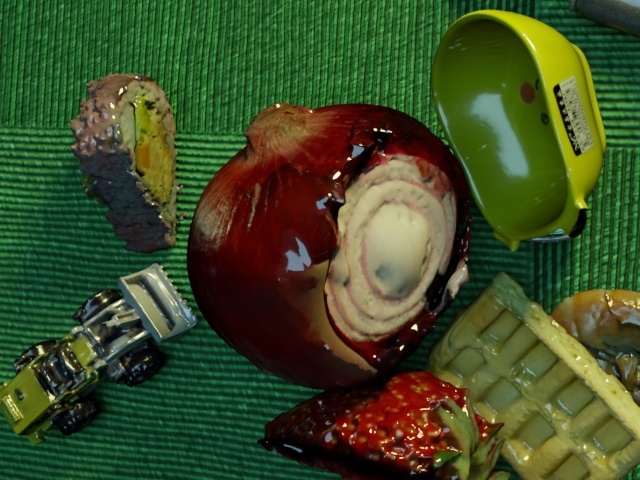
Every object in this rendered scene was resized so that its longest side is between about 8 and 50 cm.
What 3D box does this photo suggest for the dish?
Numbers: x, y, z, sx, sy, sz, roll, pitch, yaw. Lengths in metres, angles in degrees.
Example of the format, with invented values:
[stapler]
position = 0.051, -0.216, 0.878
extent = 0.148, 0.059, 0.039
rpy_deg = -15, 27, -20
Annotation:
[dish]
position = 0.235, -0.131, 1.200
extent = 0.108, 0.221, 0.262
rpy_deg = -19, 88, -22

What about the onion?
[onion]
position = 0.006, 0.003, 1.266
extent = 0.341, 0.341, 0.341
rpy_deg = -1, 88, 17

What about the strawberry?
[strawberry]
position = 0.053, 0.207, 1.274
extent = 0.306, 0.233, 0.138
rpy_deg = 8, 86, 33

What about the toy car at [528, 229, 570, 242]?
[toy car]
position = 0.266, -0.110, 1.307
extent = 0.090, 0.076, 0.224
rpy_deg = -4, 91, 17

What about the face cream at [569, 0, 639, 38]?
[face cream]
position = 0.404, -0.260, 1.269
extent = 0.283, 0.073, 0.073
rpy_deg = 25, 96, 16

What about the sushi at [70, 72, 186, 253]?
[sushi]
position = -0.244, -0.111, 1.444
extent = 0.107, 0.241, 0.161
rpy_deg = -2, 49, 20

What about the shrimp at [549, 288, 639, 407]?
[shrimp]
position = 0.395, 0.139, 1.266
extent = 0.287, 0.063, 0.152
rpy_deg = 7, 93, 21

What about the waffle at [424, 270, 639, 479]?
[waffle]
position = 0.252, 0.186, 1.284
extent = 0.274, 0.057, 0.168
rpy_deg = 46, 125, 13

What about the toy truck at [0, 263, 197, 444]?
[toy truck]
position = -0.305, 0.153, 1.459
extent = 0.286, 0.111, 0.136
rpy_deg = -40, 76, 10
